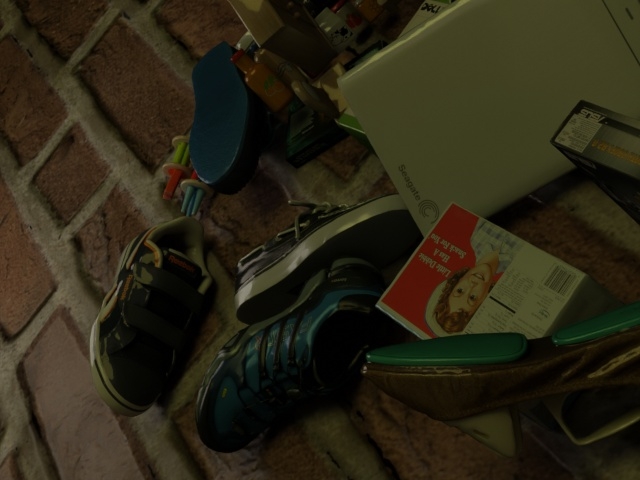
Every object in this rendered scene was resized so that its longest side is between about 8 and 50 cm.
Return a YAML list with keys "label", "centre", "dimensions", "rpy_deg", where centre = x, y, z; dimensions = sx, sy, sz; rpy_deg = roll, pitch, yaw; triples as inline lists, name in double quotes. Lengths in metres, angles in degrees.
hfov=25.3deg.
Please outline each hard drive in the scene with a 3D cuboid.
- label: "hard drive"
  centre: [0.215, -0.173, 1.608]
  dimensions: [0.353, 0.233, 0.047]
  rpy_deg: [-31, -3, 28]

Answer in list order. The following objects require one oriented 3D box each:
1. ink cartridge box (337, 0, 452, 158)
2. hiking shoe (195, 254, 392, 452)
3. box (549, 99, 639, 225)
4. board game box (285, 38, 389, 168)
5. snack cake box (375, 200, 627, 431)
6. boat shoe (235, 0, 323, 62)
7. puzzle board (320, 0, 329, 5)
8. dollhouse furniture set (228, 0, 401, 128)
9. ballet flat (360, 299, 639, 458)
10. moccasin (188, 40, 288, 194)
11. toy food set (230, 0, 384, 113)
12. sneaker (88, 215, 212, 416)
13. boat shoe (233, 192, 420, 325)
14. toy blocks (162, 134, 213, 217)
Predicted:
- label: "ink cartridge box"
  centre: [0.166, -0.209, 1.808]
  dimensions: [0.255, 0.097, 0.189]
  rpy_deg: [-54, 32, -4]
- label: "hiking shoe"
  centre: [-0.037, 0.147, 1.697]
  dimensions: [0.304, 0.113, 0.132]
  rpy_deg: [-47, 24, 9]
- label: "box"
  centre: [0.347, -0.037, 1.338]
  dimensions: [0.056, 0.183, 0.231]
  rpy_deg: [-53, 33, -1]
- label: "board game box"
  centre: [0.027, -0.195, 2.033]
  dimensions: [0.186, 0.026, 0.126]
  rpy_deg: [-31, 38, 31]
- label: "snack cake box"
  centre: [0.189, 0.074, 1.518]
  dimensions: [0.152, 0.089, 0.264]
  rpy_deg: [-55, 32, 1]
- label: "boat shoe"
  centre: [-0.036, -0.346, 2.214]
  dimensions: [0.228, 0.080, 0.076]
  rpy_deg: [-43, 75, 15]
- label: "puzzle board"
  centre: [0.008, -0.418, 2.281]
  dimensions: [0.096, 0.011, 0.128]
  rpy_deg: [-36, 36, 27]
- label: "dollhouse furniture set"
  centre: [0.067, -0.376, 1.874]
  dimensions: [0.355, 0.174, 0.303]
  rpy_deg: [-40, 68, 17]
- label: "ballet flat"
  centre: [0.212, 0.135, 1.335]
  dimensions: [0.342, 0.124, 0.116]
  rpy_deg: [-12, 7, 10]
- label: "moccasin"
  centre: [-0.113, -0.179, 2.115]
  dimensions: [0.138, 0.117, 0.342]
  rpy_deg: [-33, 34, 24]
- label: "toy food set"
  centre: [-0.019, -0.298, 2.069]
  dimensions: [0.232, 0.104, 0.111]
  rpy_deg: [-45, 5, -3]
- label: "sneaker"
  centre: [-0.235, 0.091, 2.000]
  dimensions: [0.127, 0.126, 0.321]
  rpy_deg: [-36, 34, 35]
- label: "boat shoe"
  centre: [0.003, 0.001, 1.799]
  dimensions: [0.306, 0.113, 0.105]
  rpy_deg: [-37, 49, 39]
- label: "toy blocks"
  centre: [-0.205, -0.096, 2.205]
  dimensions: [0.123, 0.054, 0.148]
  rpy_deg: [-13, 50, 44]
